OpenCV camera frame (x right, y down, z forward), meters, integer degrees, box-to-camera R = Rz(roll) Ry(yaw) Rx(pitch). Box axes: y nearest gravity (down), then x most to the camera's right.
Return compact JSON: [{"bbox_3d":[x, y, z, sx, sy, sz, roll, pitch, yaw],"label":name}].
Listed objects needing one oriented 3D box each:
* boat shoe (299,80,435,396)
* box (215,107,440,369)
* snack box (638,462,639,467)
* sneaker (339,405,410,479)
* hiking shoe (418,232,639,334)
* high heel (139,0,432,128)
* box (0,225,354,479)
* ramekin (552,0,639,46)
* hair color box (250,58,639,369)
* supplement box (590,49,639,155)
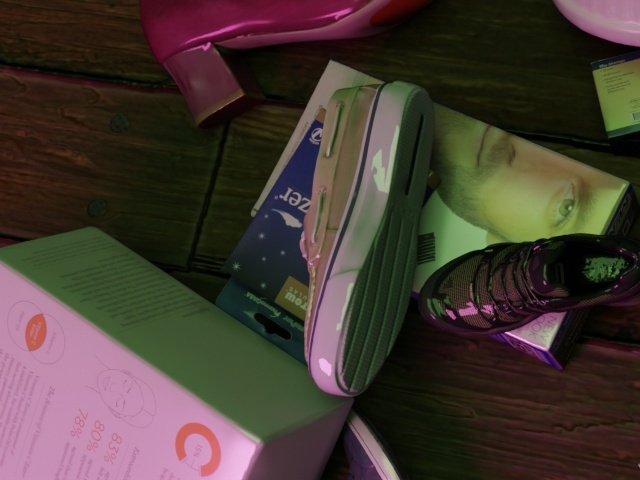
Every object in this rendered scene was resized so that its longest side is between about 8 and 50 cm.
[{"bbox_3d":[0.031,-0.004,1.488,0.094,0.109,0.302,4,70,32],"label":"boat shoe"},{"bbox_3d":[0.000,0.000,1.560,0.136,0.036,0.225,31,90,22],"label":"box"},{"bbox_3d":[0.390,0.171,1.425,0.207,0.174,0.070,-40,64,4],"label":"snack box"},{"bbox_3d":[0.025,0.286,1.551,0.163,0.086,0.226,-29,69,5],"label":"sneaker"},{"bbox_3d":[0.190,0.028,1.447,0.227,0.114,0.086,-12,73,15],"label":"hiking shoe"},{"bbox_3d":[-0.020,-0.283,1.702,0.377,0.127,0.181,-29,79,11],"label":"high heel"},{"bbox_3d":[-0.177,0.168,1.559,0.345,0.168,0.215,32,115,24],"label":"box"},{"bbox_3d":[0.342,-0.321,1.555,0.273,0.127,0.273,-11,46,12],"label":"ramekin"},{"bbox_3d":[0.123,-0.029,1.602,0.339,0.110,0.185,24,84,20],"label":"hair color box"},{"bbox_3d":[0.320,-0.140,1.600,0.083,0.056,0.083,-14,71,13],"label":"supplement box"}]
